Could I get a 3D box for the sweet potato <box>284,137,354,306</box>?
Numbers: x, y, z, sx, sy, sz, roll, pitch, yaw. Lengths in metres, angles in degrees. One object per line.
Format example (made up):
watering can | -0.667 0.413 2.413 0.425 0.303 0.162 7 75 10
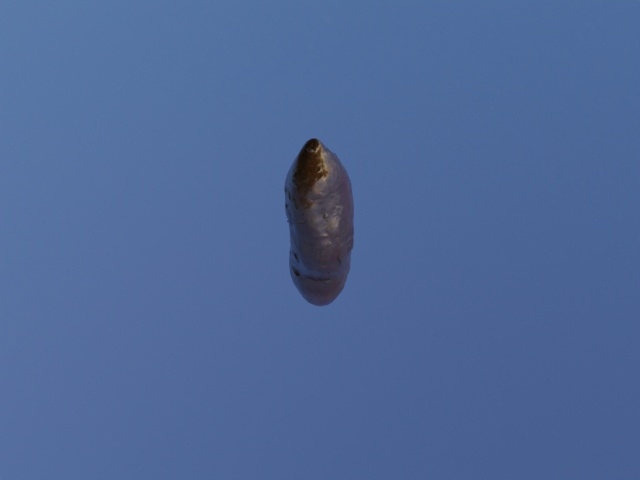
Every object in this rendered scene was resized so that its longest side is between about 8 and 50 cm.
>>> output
sweet potato | 0.000 0.003 0.743 0.051 0.218 0.065 -4 -125 -2
